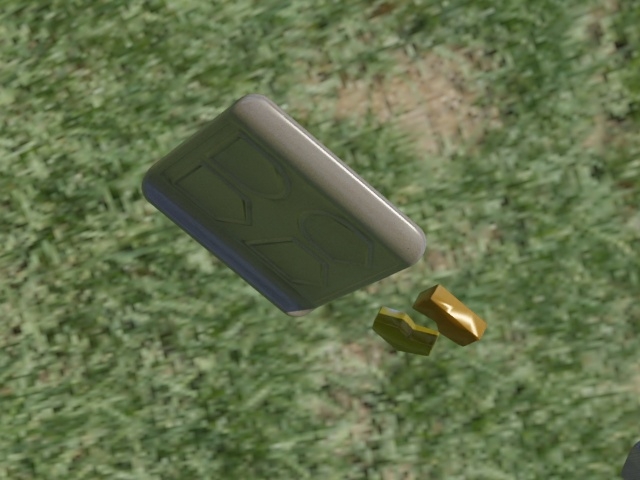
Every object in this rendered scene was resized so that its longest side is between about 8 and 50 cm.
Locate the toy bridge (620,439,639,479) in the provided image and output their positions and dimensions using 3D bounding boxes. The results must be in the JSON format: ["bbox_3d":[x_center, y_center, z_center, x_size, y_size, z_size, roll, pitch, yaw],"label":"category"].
[{"bbox_3d":[0.247,0.115,0.943,0.188,0.063,0.026,-25,139,-48],"label":"toy bridge"}]

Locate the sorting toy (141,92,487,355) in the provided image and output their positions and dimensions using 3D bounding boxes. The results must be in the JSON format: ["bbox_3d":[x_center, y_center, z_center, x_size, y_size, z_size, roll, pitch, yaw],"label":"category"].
[{"bbox_3d":[0.000,0.000,1.456,0.307,0.229,0.041,40,57,-13],"label":"sorting toy"}]
